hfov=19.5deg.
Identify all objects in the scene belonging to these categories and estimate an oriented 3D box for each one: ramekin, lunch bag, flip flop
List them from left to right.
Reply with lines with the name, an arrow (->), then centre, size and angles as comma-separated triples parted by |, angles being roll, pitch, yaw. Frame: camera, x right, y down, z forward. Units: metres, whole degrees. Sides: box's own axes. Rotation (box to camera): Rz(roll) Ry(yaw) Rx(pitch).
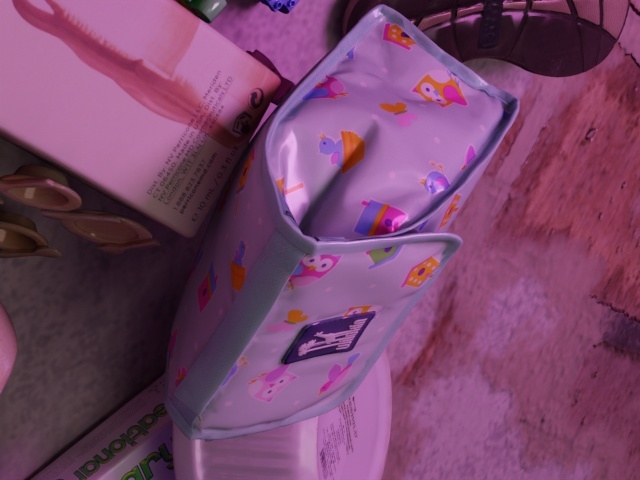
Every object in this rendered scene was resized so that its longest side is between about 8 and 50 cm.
ramekin -> -0.022, 0.138, 1.442 | 0.207, 0.109, 0.207 | 4, 90, -68
lunch bag -> 0.000, 0.000, 1.275 | 0.223, 0.160, 0.262 | -56, 179, 42
flip flop -> 0.135, -0.190, 1.506 | 0.277, 0.080, 0.112 | -8, 124, -26

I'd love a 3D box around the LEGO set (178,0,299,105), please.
LEGO set -> -0.055, -0.186, 1.293 | 0.087, 0.093, 0.227 | -51, 139, -11

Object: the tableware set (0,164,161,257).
tableware set -> -0.197, -0.019, 1.224 | 0.168, 0.141, 0.020 | 40, 56, -54

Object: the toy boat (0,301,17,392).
toy boat -> -0.313, 0.027, 1.140 | 0.267, 0.148, 0.318 | -13, 129, -34

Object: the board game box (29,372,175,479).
board game box -> -0.186, 0.259, 1.454 | 0.305, 0.053, 0.193 | -39, 135, -23

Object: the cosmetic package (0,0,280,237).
cosmetic package -> -0.181, -0.128, 1.157 | 0.296, 0.153, 0.129 | 31, 87, -51
